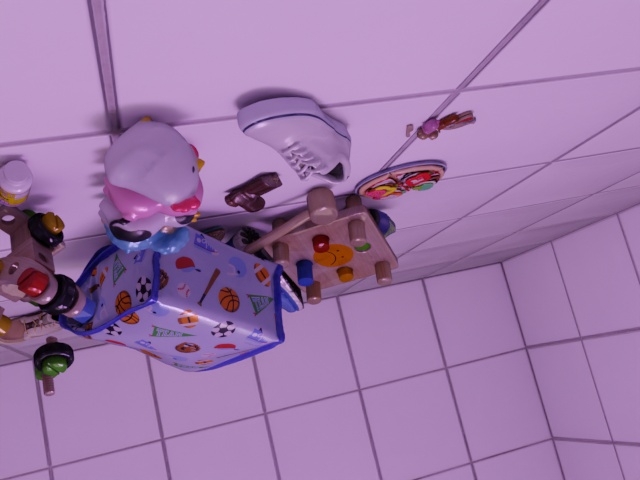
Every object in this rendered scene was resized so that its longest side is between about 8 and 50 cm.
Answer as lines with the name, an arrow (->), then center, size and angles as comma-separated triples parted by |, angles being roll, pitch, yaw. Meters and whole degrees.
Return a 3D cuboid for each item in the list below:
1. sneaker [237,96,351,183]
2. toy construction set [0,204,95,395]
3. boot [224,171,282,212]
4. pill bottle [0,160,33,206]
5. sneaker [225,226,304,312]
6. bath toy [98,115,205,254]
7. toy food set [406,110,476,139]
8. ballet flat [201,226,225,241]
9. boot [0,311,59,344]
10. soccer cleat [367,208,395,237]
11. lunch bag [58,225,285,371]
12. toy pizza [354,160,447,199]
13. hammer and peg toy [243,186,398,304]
sneaker -> -0.019, -0.134, 0.934 | 0.094, 0.091, 0.258 | -19, 168, 29
toy construction set -> -0.507, 0.058, 0.975 | 0.309, 0.237, 0.257 | 15, 128, -39
boot -> -0.104, -0.091, 1.220 | 0.114, 0.037, 0.106 | -26, 166, 33
pill bottle -> -0.409, -0.077, 0.880 | 0.043, 0.043, 0.083 | -7, 167, -31
sneaker -> -0.155, 0.092, 1.619 | 0.147, 0.129, 0.330 | -27, 139, 15
bath toy -> -0.231, -0.063, 0.956 | 0.151, 0.129, 0.348 | -46, -178, -22
toy food set -> 0.206, -0.191, 1.111 | 0.122, 0.019, 0.078 | -14, 169, 4
ballet flat -> -0.293, 0.028, 1.497 | 0.206, 0.067, 0.073 | -19, 169, 29
boot -> -0.819, 0.239, 1.918 | 0.213, 0.077, 0.165 | -10, 171, -43
soccer cleat -> 0.069, 0.016, 1.704 | 0.289, 0.093, 0.121 | -33, 142, 33
lunch bag -> -0.317, 0.137, 1.386 | 0.328, 0.238, 0.386 | 27, 138, -36
toy pizza -> 0.173, -0.120, 1.404 | 0.202, 0.032, 0.201 | -13, 169, -3
hammer and peg toy -> 0.000, 0.000, 1.491 | 0.266, 0.127, 0.361 | -17, 143, 17
